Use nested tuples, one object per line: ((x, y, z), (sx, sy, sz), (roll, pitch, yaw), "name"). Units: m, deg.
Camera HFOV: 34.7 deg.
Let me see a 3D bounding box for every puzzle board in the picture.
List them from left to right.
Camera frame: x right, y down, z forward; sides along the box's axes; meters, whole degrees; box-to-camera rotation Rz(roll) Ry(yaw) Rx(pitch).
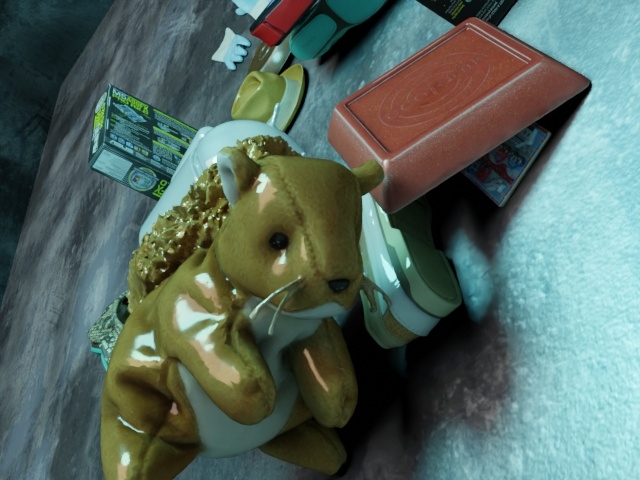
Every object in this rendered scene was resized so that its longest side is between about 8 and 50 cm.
((0.204, -0.102, 1.163), (0.096, 0.011, 0.128), (-58, 26, 13), "puzzle board")

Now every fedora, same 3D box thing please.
((-0.104, -0.247, 1.830), (0.194, 0.079, 0.194), (-44, 32, 37), "fedora")

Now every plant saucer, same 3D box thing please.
((-0.096, -0.360, 1.967), (0.168, 0.029, 0.168), (-49, 23, 29), "plant saucer")
((0.136, -0.163, 1.177), (0.258, 0.048, 0.259), (-33, 28, 1), "plant saucer")

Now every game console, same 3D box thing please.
((0.041, -0.500, 1.676), (0.342, 0.060, 0.386), (-43, 14, 39), "game console")

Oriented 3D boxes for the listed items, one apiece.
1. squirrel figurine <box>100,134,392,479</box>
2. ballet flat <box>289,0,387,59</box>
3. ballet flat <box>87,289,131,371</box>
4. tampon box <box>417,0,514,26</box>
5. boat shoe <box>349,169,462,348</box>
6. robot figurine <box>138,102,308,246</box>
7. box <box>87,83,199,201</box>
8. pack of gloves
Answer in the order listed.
((-0.087, 0.031, 1.125), (0.397, 0.281, 0.370), (-113, 35, -45), "squirrel figurine")
((0.035, -0.390, 1.695), (0.247, 0.083, 0.087), (-32, 26, 47), "ballet flat")
((-0.288, 0.157, 1.717), (0.182, 0.164, 0.483), (-66, 21, -3), "ballet flat")
((0.168, -0.353, 1.292), (0.120, 0.161, 0.101), (-51, 27, 25), "tampon box")
((0.072, -0.003, 1.209), (0.103, 0.113, 0.302), (-45, 31, 25), "boat shoe")
((-0.139, -0.037, 1.554), (0.353, 0.200, 0.300), (-52, 55, 25), "robot figurine")
((-0.285, -0.153, 1.870), (0.060, 0.270, 0.216), (-50, 29, 26), "box")
((-0.183, -0.478, 2.247), (0.195, 0.046, 0.232), (-61, 24, 6), "pack of gloves")
